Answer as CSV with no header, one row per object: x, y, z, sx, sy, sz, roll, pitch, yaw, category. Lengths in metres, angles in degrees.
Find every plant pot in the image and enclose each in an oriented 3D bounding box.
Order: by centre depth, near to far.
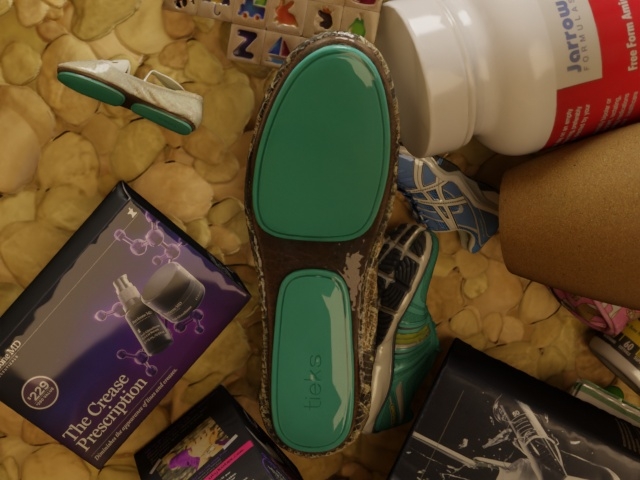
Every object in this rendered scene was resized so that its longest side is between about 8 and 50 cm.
0.327,-0.024,1.228,0.254,0.237,0.237,-2,108,20,plant pot

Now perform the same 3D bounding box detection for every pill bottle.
0.276,-0.225,1.272,0.408,0.229,0.229,-16,108,-11,pill bottle
0.455,0.098,1.469,0.119,0.119,0.208,43,90,-21,pill bottle

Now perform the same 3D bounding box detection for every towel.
0.339,0.263,1.436,0.113,0.023,0.152,27,98,10,towel

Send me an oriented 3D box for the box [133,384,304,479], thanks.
-0.091,0.306,1.287,0.143,0.270,0.165,-39,111,-3,box

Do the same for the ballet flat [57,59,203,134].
-0.206,-0.167,1.254,0.168,0.057,0.052,23,69,-24,ballet flat

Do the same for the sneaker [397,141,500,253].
0.132,-0.056,1.356,0.211,0.080,0.081,28,92,-19,sneaker

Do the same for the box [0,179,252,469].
-0.235,0.094,1.283,0.184,0.103,0.261,41,91,-19,box

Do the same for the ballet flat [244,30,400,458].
0.000,0.000,1.282,0.164,0.182,0.482,4,108,3,ballet flat

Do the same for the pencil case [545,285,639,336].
0.437,-0.058,1.403,0.386,0.160,0.167,-39,129,-3,pencil case

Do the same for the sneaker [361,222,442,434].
0.094,0.107,1.392,0.110,0.107,0.275,2,112,-30,sneaker

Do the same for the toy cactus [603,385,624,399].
0.308,0.276,1.494,0.181,0.112,0.219,28,104,-11,toy cactus

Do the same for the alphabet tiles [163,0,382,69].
-0.048,-0.285,1.227,0.237,0.009,0.198,12,102,9,alphabet tiles

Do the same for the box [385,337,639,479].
0.223,0.345,1.368,0.313,0.179,0.343,25,100,8,box
